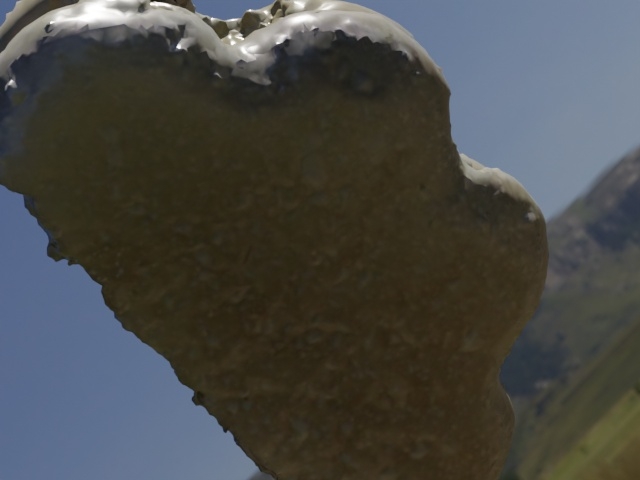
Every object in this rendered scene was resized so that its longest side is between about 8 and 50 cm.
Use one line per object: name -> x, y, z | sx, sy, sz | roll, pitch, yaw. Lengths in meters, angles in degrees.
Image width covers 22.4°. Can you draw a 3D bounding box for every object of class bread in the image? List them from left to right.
bread -> -0.003, -0.001, 0.742 | 0.183, 0.337, 0.102 | -39, 32, -2
